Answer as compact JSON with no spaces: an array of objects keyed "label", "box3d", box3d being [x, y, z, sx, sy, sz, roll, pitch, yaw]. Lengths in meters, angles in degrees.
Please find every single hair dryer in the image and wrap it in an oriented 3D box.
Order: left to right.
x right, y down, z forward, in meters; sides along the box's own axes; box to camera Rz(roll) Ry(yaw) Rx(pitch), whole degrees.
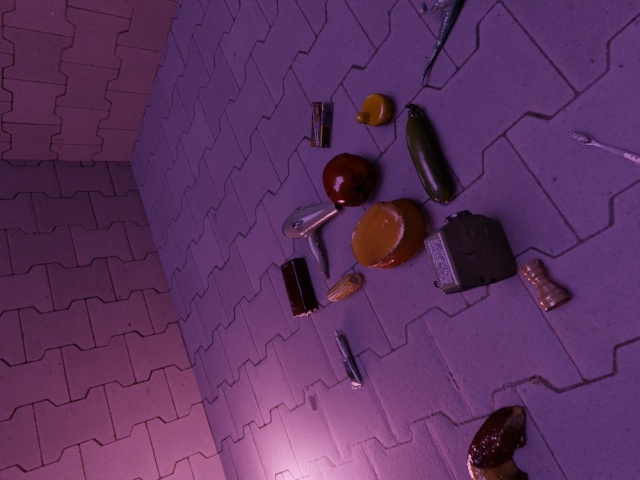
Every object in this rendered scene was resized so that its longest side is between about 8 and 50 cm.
[{"label":"hair dryer","box3d":[0.006,-0.037,1.742,0.298,0.119,0.296,50,129,14]}]

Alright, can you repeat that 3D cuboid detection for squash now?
[{"label":"squash","box3d":[0.308,-0.263,1.319,0.087,0.087,0.332,-30,71,49]}]

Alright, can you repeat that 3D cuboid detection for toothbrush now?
[{"label":"toothbrush","box3d":[0.661,-0.171,0.934,0.307,0.029,0.025,41,118,40]}]

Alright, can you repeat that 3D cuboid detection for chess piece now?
[{"label":"chess piece","box3d":[0.547,0.107,1.097,0.066,0.066,0.122,-51,51,42]}]

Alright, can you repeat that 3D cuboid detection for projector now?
[{"label":"projector","box3d":[0.373,0.025,1.130,0.088,0.269,0.194,-30,72,49]}]

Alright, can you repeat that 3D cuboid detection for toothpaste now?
[{"label":"toothpaste","box3d":[0.101,0.455,1.722,0.060,0.038,0.234,-39,68,49]}]

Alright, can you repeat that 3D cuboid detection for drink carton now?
[{"label":"drink carton","box3d":[0.002,-0.438,1.696,0.071,0.056,0.166,19,110,52]}]

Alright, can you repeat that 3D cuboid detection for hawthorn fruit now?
[{"label":"hawthorn fruit","box3d":[0.085,-0.215,1.531,0.202,0.185,0.185,47,129,42]}]

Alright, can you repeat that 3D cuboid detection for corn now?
[{"label":"corn","box3d":[0.087,0.177,1.662,0.063,0.085,0.165,54,140,8]}]

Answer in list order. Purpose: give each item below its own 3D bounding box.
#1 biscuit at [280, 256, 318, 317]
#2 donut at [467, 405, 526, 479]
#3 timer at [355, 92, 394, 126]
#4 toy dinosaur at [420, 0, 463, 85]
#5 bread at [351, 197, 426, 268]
[{"label":"biscuit","box3d":[-0.090,0.203,1.896,0.106,0.070,0.252,-30,73,50]},{"label":"donut","box3d":[0.470,0.592,1.223,0.151,0.112,0.295,3,96,49]},{"label":"timer","box3d":[0.172,-0.420,1.442,0.107,0.109,0.107,10,103,50]},{"label":"toy dinosaur","box3d":[0.320,-0.644,1.248,0.129,0.076,0.383,34,131,16]},{"label":"bread","box3d":[0.216,-0.018,1.422,0.270,0.142,0.196,-48,57,41]}]
